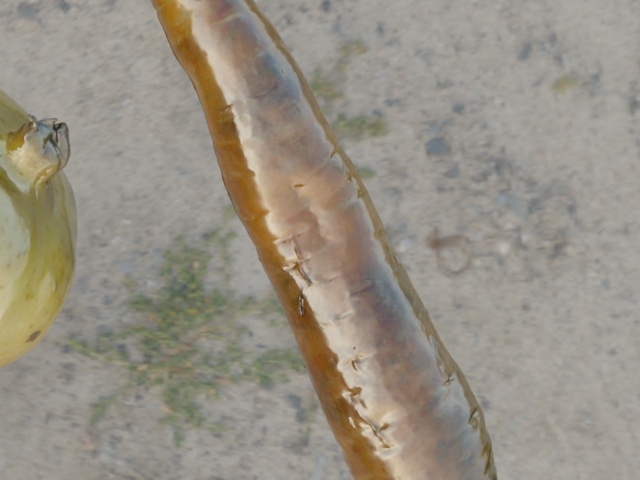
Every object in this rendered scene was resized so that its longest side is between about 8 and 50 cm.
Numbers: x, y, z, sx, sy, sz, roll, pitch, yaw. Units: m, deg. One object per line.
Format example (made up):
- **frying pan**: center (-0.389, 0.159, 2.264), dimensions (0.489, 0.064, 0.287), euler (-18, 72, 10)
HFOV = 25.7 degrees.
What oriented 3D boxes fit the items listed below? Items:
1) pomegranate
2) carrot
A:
- **pomegranate**: center (-0.382, -0.020, 1.404), dimensions (0.342, 0.342, 0.342), euler (2, 86, -28)
- **carrot**: center (0.000, 0.000, 0.327), dimensions (0.036, 0.036, 0.165), euler (-29, 99, -26)
